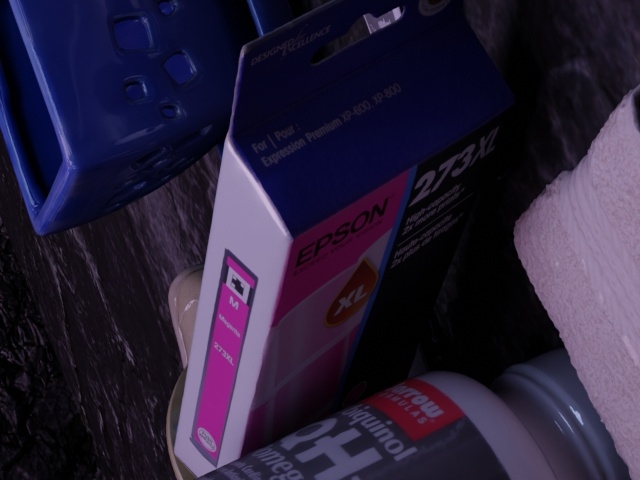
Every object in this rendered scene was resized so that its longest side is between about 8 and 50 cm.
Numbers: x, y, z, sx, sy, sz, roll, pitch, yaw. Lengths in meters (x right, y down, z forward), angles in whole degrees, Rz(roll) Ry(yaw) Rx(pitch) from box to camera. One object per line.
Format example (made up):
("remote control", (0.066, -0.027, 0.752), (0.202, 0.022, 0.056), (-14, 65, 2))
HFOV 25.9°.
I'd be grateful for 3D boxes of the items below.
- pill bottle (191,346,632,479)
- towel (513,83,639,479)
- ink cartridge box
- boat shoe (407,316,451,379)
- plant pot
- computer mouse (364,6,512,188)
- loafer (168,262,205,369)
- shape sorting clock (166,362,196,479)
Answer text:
("pill bottle", (0.041, 0.184, 0.827), (0.176, 0.318, 0.176), (51, 155, 37))
("towel", (0.196, 0.077, 0.715), (0.282, 0.049, 0.187), (63, 159, 14))
("ink cartridge box", (0.012, 0.004, 0.815), (0.069, 0.176, 0.371), (42, 145, 24))
("boat shoe", (0.080, 0.104, 1.057), (0.049, 0.040, 0.142), (1, 113, 59))
("plant pot", (-0.146, -0.157, 1.093), (0.236, 0.212, 0.236), (142, 110, -70))
("computer mouse", (0.061, -0.128, 0.860), (0.106, 0.042, 0.193), (33, 147, 65))
("loafer", (-0.094, 0.157, 1.473), (0.092, 0.102, 0.268), (-174, 64, -75))
("shape sorting clock", (-0.010, 0.148, 0.982), (0.206, 0.206, 0.040), (56, 140, 29))
